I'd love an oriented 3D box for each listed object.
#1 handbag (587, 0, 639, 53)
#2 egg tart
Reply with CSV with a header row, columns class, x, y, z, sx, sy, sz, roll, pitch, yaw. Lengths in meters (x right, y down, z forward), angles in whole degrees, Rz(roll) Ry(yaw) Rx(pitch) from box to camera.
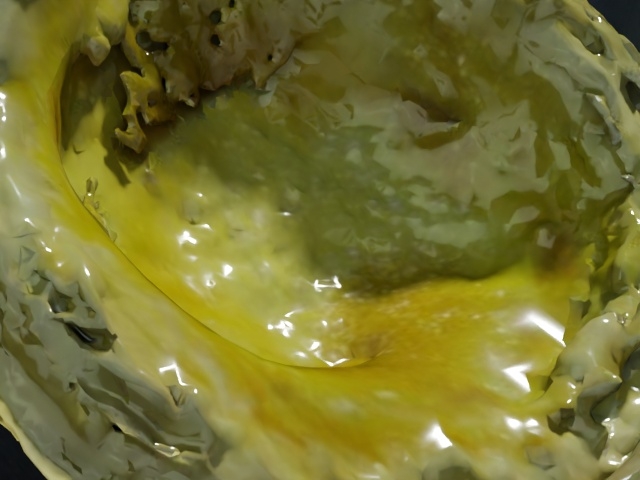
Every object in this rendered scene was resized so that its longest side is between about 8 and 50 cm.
class,x,y,z,sx,sy,sz,roll,pitch,yaw
handbag,0.265,-0.093,0.906,0.302,0.275,0.178,37,-134,26
egg tart,0.000,0.000,0.538,0.288,0.118,0.288,11,-129,-14
